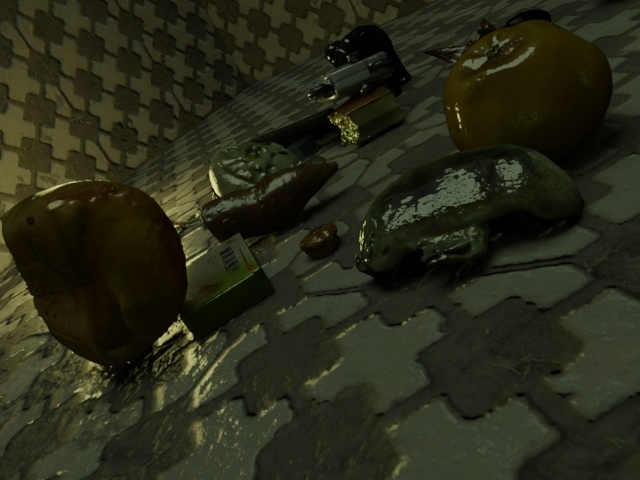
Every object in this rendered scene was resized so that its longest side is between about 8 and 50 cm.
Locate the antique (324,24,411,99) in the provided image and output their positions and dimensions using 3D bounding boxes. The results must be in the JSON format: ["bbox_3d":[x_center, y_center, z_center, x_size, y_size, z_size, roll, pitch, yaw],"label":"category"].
[{"bbox_3d":[0.148,-0.572,1.966,0.185,0.255,0.322,-11,31,34],"label":"antique"}]

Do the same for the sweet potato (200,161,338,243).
[{"bbox_3d":[-0.105,-0.089,1.397,0.337,0.131,0.131,-23,22,-1],"label":"sweet potato"}]

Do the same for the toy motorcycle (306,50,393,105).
[{"bbox_3d":[0.082,-0.467,1.742,0.260,0.110,0.171,-23,7,3],"label":"toy motorcycle"}]

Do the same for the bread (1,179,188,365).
[{"bbox_3d":[-0.411,0.050,1.177,0.250,0.360,0.394,-29,16,-37],"label":"bread"}]

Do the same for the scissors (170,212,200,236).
[{"bbox_3d":[-0.447,-0.041,1.853,0.133,0.020,0.187,-45,27,-23],"label":"scissors"}]

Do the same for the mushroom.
[{"bbox_3d":[0.210,-0.053,0.927,0.345,0.129,0.247,-17,21,30],"label":"mushroom"}]

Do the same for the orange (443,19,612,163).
[{"bbox_3d":[0.348,-0.248,1.038,0.279,0.235,0.279,-32,22,15],"label":"orange"}]

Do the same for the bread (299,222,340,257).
[{"bbox_3d":[0.000,0.000,1.180,0.083,0.046,0.081,-34,20,-7],"label":"bread"}]

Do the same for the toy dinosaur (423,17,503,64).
[{"bbox_3d":[0.424,-0.570,1.755,0.206,0.113,0.327,-54,15,27],"label":"toy dinosaur"}]

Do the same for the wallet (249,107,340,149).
[{"bbox_3d":[-0.061,-0.340,1.907,0.310,0.042,0.165,-18,-12,26],"label":"wallet"}]

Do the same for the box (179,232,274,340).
[{"bbox_3d":[-0.207,0.084,1.230,0.175,0.062,0.260,-33,22,-5],"label":"box"}]

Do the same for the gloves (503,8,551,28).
[{"bbox_3d":[0.552,-0.549,1.613,0.164,0.124,0.203,-41,8,22],"label":"gloves"}]

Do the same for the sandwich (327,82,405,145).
[{"bbox_3d":[0.120,-0.365,1.737,0.186,0.108,0.220,-28,22,2],"label":"sandwich"}]

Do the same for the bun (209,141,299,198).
[{"bbox_3d":[-0.163,-0.173,1.540,0.239,0.141,0.239,5,42,-4],"label":"bun"}]

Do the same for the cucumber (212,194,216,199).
[{"bbox_3d":[-0.222,-0.098,1.626,0.193,0.085,0.115,-37,65,-20],"label":"cucumber"}]

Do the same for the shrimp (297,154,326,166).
[{"bbox_3d":[-0.071,-0.191,1.670,0.188,0.051,0.132,-11,28,32],"label":"shrimp"}]

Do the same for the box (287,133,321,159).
[{"bbox_3d":[-0.054,-0.284,1.849,0.074,0.054,0.099,-9,29,38],"label":"box"}]
